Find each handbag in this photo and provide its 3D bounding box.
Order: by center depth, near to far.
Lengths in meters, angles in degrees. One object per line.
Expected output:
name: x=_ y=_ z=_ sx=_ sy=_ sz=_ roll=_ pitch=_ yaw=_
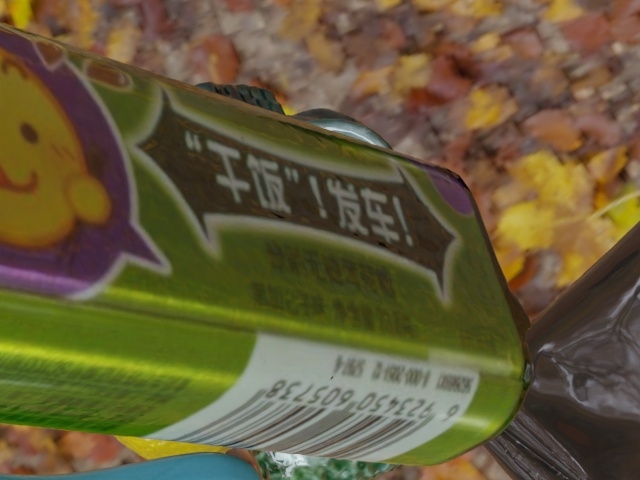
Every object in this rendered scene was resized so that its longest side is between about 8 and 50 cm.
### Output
handbag: x=0.285 y=0.127 z=1.558 sx=0.285 sy=0.113 sz=0.257 roll=-42 pitch=44 yaw=0

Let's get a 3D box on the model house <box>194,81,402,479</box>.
model house: x=0.000 y=0.000 z=1.107 sx=0.291 sy=0.184 sz=0.253 roll=93 pitch=153 yaw=-70

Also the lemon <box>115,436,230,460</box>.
lemon: x=-0.155 y=0.142 z=1.981 sx=0.192 sy=0.192 sz=0.231 roll=22 pitch=138 yaw=22

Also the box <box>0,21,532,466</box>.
box: x=-0.062 y=0.006 z=0.651 sx=0.097 sy=0.345 sz=0.134 roll=-32 pitch=63 yaw=30

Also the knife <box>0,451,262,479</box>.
knife: x=-0.109 y=0.103 z=0.664 sx=0.031 sy=0.222 sz=0.064 roll=6 pitch=92 yaw=51
